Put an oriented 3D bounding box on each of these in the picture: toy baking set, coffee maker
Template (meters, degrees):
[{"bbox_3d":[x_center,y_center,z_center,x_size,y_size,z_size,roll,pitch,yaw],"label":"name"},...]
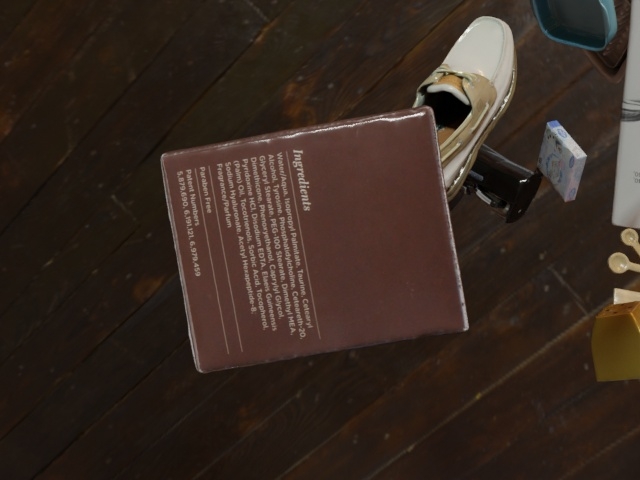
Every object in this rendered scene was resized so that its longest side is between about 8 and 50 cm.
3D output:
[{"bbox_3d":[0.603,0.058,1.417,0.256,0.030,0.196,-14,85,-8],"label":"toy baking set"},{"bbox_3d":[0.391,-0.151,1.857,0.178,0.120,0.171,36,98,27],"label":"coffee maker"}]

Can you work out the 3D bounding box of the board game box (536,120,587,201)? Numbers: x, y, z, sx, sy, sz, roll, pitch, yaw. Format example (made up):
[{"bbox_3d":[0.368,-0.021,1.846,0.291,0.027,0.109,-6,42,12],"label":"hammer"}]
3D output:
[{"bbox_3d":[0.368,-0.121,1.285,0.020,0.090,0.090,-14,138,-12],"label":"board game box"}]

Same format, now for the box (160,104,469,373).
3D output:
[{"bbox_3d":[0.000,0.000,0.676,0.203,0.168,0.167,-9,89,5],"label":"box"}]

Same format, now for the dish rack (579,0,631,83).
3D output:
[{"bbox_3d":[0.482,-0.444,1.442,0.072,0.333,0.285,-33,76,-3],"label":"dish rack"}]

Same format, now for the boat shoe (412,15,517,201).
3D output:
[{"bbox_3d":[0.201,-0.202,1.214,0.113,0.103,0.302,15,77,29],"label":"boat shoe"}]

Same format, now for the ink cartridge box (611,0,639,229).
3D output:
[{"bbox_3d":[0.346,-0.159,0.748,0.114,0.197,0.272,9,117,28],"label":"ink cartridge box"}]

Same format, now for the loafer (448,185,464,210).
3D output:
[{"bbox_3d":[0.136,-0.032,1.505,0.302,0.109,0.095,-48,60,37],"label":"loafer"}]

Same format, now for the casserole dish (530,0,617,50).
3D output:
[{"bbox_3d":[0.394,-0.359,1.296,0.037,0.188,0.114,-29,119,-10],"label":"casserole dish"}]

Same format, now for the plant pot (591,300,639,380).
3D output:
[{"bbox_3d":[0.396,0.125,1.081,0.081,0.081,0.083,-13,98,39],"label":"plant pot"}]
